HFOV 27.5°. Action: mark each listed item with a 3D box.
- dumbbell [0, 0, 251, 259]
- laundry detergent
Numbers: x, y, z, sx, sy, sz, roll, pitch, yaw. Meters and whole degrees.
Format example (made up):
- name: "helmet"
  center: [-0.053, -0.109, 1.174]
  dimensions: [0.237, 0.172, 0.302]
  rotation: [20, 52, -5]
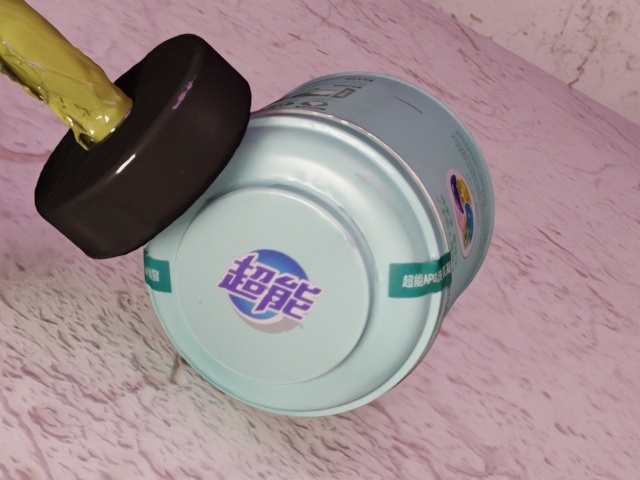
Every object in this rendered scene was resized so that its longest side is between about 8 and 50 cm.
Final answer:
- name: "dumbbell"
  center: [-0.231, -0.155, 1.056]
  dimensions: [0.322, 0.204, 0.204]
  rotation: [43, 18, -25]
- name: "laundry detergent"
  center: [0.000, 0.000, 1.246]
  dimensions: [0.287, 0.287, 0.305]
  rotation: [36, 23, 5]
